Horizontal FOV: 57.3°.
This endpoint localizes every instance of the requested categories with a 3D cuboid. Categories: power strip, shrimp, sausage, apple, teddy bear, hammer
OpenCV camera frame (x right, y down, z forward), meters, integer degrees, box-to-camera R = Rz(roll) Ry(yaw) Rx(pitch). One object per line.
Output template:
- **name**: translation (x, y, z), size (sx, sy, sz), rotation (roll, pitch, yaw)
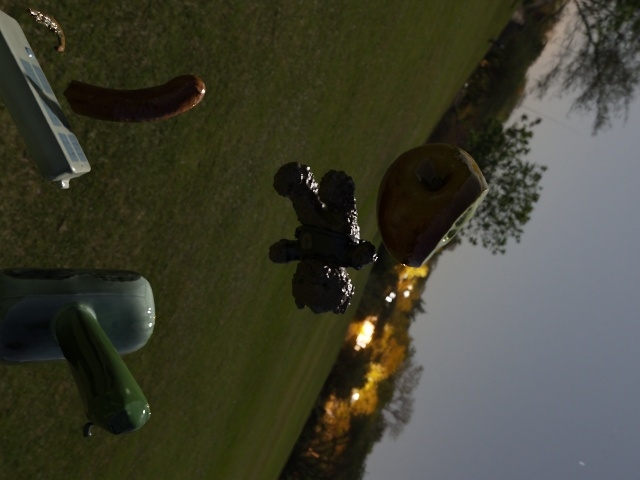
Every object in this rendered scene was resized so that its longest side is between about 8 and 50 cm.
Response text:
- **power strip**: translation (-0.412, -0.204, 0.835), size (0.046, 0.270, 0.118), rotation (-24, -169, -2)
- **shrimp**: translation (-0.558, -0.431, 1.201), size (0.023, 0.083, 0.114), rotation (-21, 173, 7)
- **sausage**: translation (-0.408, -0.313, 1.304), size (0.076, 0.302, 0.102), rotation (145, -59, -84)
- **apple**: translation (0.171, -0.057, 0.934), size (0.195, 0.160, 0.173), rotation (-41, 149, -16)
- **teddy bear**: translation (0.011, -0.004, 0.981), size (0.129, 0.182, 0.251), rotation (-10, 104, -58)
- **hammer**: translation (-0.257, 0.123, 0.649), size (0.206, 0.335, 0.119), rotation (1, 106, -34)
